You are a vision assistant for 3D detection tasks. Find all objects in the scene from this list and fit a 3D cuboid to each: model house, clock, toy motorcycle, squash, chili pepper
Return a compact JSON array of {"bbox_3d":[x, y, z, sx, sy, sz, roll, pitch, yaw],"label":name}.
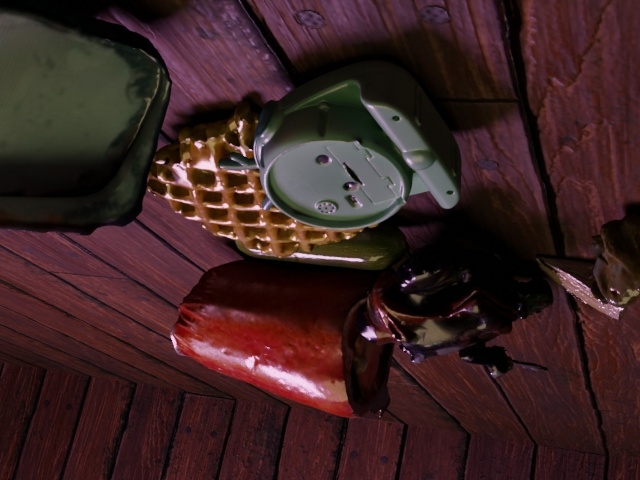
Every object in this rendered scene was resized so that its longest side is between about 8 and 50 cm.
[{"bbox_3d":[-0.307,-0.144,0.738,0.253,0.184,0.291,3,-156,-42],"label":"model house"},{"bbox_3d":[0.013,-0.070,0.781,0.211,0.066,0.159,-17,139,29],"label":"clock"},{"bbox_3d":[0.188,0.096,1.106,0.207,0.134,0.401,-31,150,33],"label":"toy motorcycle"},{"bbox_3d":[0.000,0.000,1.077,0.229,0.066,0.066,4,160,24],"label":"squash"},{"bbox_3d":[-0.037,0.121,1.286,0.305,0.229,0.251,16,-165,28],"label":"chili pepper"}]

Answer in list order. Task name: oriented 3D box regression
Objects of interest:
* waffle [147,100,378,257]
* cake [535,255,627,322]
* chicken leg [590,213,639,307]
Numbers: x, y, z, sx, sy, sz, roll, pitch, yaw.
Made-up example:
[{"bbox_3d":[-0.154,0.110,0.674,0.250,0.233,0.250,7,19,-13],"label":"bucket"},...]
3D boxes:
[{"bbox_3d":[-0.057,-0.054,0.938,0.245,0.052,0.254,28,148,-33],"label":"waffle"},{"bbox_3d":[0.327,0.044,1.059,0.121,0.065,0.052,30,168,22],"label":"cake"},{"bbox_3d":[0.438,0.051,0.791,0.429,0.201,0.153,14,176,39],"label":"chicken leg"}]
